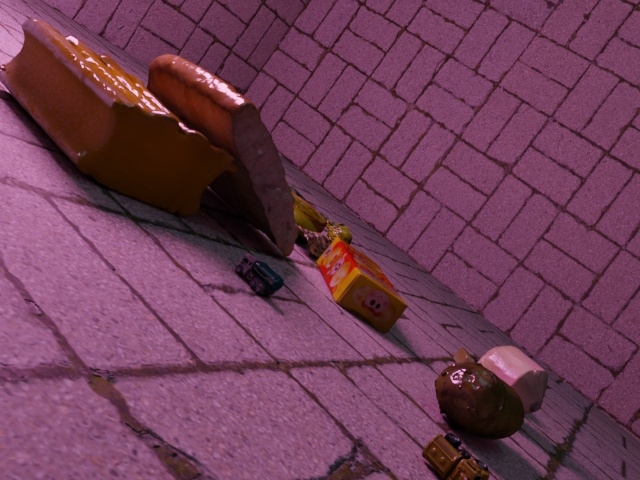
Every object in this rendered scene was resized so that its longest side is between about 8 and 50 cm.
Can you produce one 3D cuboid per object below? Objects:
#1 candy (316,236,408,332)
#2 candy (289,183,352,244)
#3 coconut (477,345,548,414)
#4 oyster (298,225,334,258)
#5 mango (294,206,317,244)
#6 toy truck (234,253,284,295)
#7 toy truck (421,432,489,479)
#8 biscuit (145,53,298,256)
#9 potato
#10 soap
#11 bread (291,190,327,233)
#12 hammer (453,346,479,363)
[{"bbox_3d":[0.089,0.096,1.519,0.146,0.088,0.276,36,9,-16],"label":"candy"},{"bbox_3d":[-0.004,-0.076,2.037,0.262,0.073,0.077,45,11,-4],"label":"candy"},{"bbox_3d":[0.434,0.326,1.495,0.147,0.147,0.152,29,9,-45],"label":"coconut"},{"bbox_3d":[-0.003,0.002,1.682,0.106,0.061,0.200,60,15,9],"label":"oyster"},{"bbox_3d":[-0.061,-0.042,1.722,0.091,0.074,0.165,40,8,40],"label":"mango"},{"bbox_3d":[-0.100,0.056,1.083,0.083,0.044,0.039,41,6,27],"label":"toy truck"},{"bbox_3d":[0.177,0.296,0.864,0.054,0.049,0.083,26,12,-48],"label":"toy truck"},{"bbox_3d":[-0.200,-0.190,1.381,0.446,0.104,0.429,37,-19,41],"label":"biscuit"},{"bbox_3d":[0.283,0.287,1.174,0.149,0.113,0.251,33,-4,33],"label":"potato"},{"bbox_3d":[-0.351,-0.210,1.147,0.335,0.156,0.293,41,11,30],"label":"soap"},{"bbox_3d":[-0.085,-0.090,1.914,0.236,0.070,0.236,35,9,-6],"label":"bread"},{"bbox_3d":[0.444,0.358,1.705,0.226,0.041,0.159,35,6,-16],"label":"hammer"}]
